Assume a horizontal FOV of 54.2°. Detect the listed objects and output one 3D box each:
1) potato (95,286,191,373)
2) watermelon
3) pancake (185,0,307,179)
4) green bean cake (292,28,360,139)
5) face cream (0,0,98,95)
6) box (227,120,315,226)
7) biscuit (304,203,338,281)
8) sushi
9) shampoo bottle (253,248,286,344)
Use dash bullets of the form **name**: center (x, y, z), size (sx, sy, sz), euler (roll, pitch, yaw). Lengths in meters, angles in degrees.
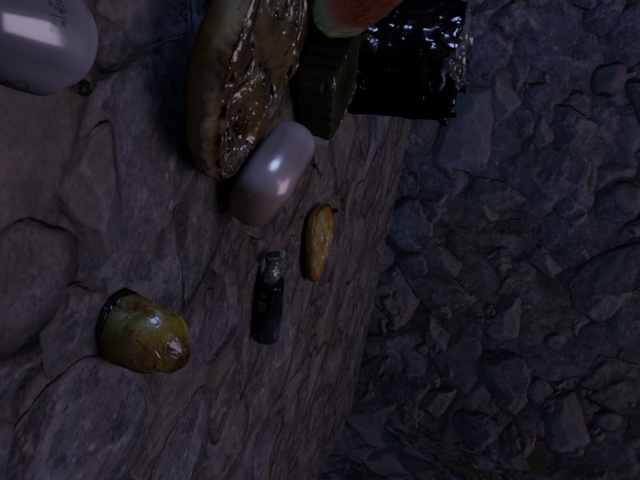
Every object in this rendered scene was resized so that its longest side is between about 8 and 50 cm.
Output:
- **potato**: center (-0.212, 0.115, 0.765), size (0.066, 0.103, 0.096), euler (68, 37, -73)
- **watermelon**: center (0.070, -0.450, 1.054), size (0.232, 0.193, 0.310), euler (-45, 155, 19)
- **pancake**: center (-0.093, -0.259, 0.859), size (0.387, 0.082, 0.386), euler (22, 90, -86)
- **green bean cake**: center (0.016, -0.320, 1.262), size (0.185, 0.094, 0.183), euler (82, 25, -59)
- **face cream**: center (-0.224, -0.157, 0.464), size (0.095, 0.091, 0.091), euler (-6, 110, -67)
- **box**: center (-0.080, -0.112, 1.034), size (0.146, 0.088, 0.200), euler (-45, -165, 45)
- **biscuit**: center (-0.005, -0.002, 1.630), size (0.260, 0.041, 0.203), euler (71, 38, -65)
- **sushi**: center (0.204, -0.435, 1.477), size (0.299, 0.294, 0.281), euler (64, 42, -69)
- **shampoo bottle**: center (-0.104, 0.117, 1.300), size (0.063, 0.057, 0.207), euler (-51, 152, -60)
